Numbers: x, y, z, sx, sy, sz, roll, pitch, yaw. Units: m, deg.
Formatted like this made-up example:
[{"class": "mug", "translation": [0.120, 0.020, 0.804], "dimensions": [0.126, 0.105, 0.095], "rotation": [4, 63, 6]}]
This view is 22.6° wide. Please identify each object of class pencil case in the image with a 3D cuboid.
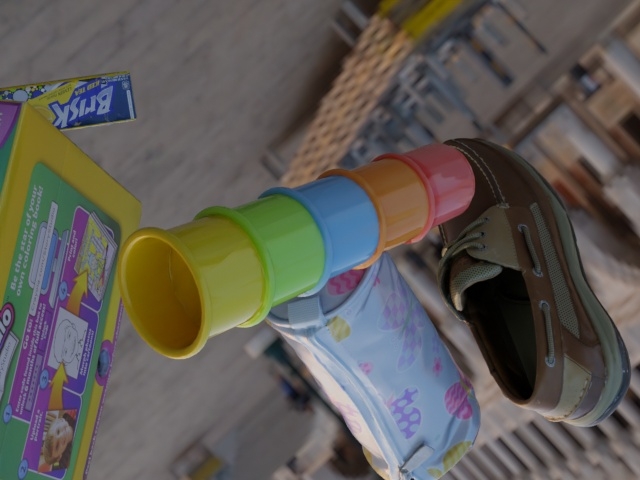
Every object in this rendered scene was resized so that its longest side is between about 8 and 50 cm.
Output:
[{"class": "pencil case", "translation": [0.043, 0.101, 1.378], "dimensions": [0.113, 0.273, 0.124], "rotation": [2, -127, 31]}]

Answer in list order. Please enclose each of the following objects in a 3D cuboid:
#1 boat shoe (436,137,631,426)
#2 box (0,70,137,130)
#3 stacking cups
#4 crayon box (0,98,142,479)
[{"class": "boat shoe", "translation": [0.175, 0.029, 1.509], "dimensions": [0.120, 0.324, 0.122], "rotation": [5, 135, -38]}, {"class": "box", "translation": [-0.297, -0.152, 1.813], "dimensions": [0.169, 0.059, 0.054], "rotation": [-9, -174, -11]}, {"class": "stacking cups", "translation": [0.000, 0.000, 1.192], "dimensions": [0.316, 0.096, 0.096], "rotation": [-19, 160, -43]}, {"class": "crayon box", "translation": [-0.299, 0.085, 1.514], "dimensions": [0.313, 0.106, 0.363], "rotation": [48, 50, -68]}]
